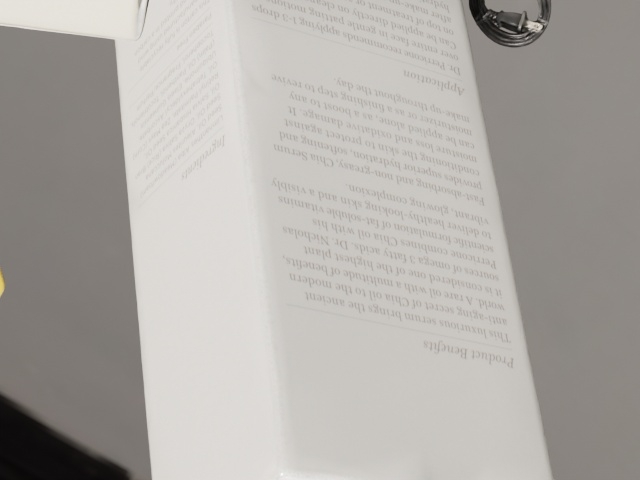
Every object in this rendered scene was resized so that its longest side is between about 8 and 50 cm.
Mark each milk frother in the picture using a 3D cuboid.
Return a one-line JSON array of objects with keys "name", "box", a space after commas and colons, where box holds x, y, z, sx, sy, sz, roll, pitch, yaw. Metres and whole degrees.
[{"name": "milk frother", "box": [0.160, -0.239, 1.435, 0.129, 0.135, 0.143, -2, 77, 30]}]

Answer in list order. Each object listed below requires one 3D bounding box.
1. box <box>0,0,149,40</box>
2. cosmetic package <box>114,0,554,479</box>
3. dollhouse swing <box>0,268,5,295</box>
[{"name": "box", "box": [-0.139, -0.246, 0.932, 0.311, 0.148, 0.121, -85, 5, -48]}, {"name": "cosmetic package", "box": [0.000, 0.000, 1.295, 0.161, 0.230, 0.453, -39, 48, 44]}, {"name": "dollhouse swing", "box": [-0.476, -0.076, 1.581, 0.315, 0.347, 0.305, 56, 160, 34]}]
